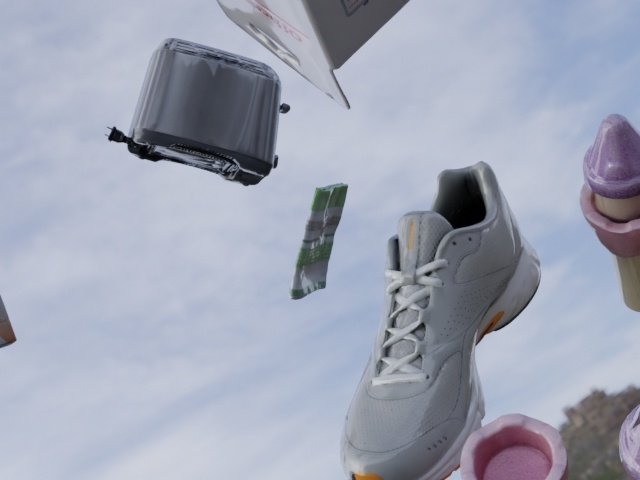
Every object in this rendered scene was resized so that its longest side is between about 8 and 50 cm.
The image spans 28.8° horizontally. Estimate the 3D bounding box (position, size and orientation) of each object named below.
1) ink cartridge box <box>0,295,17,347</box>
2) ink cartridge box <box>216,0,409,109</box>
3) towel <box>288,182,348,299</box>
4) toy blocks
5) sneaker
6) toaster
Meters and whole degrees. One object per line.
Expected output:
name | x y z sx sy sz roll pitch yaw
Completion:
ink cartridge box | -0.406 0.023 1.443 0.045 0.145 0.179 -17 -69 -18
ink cartridge box | -0.039 -0.286 1.058 0.119 0.207 0.353 -44 -29 -9
towel | 0.000 0.000 1.655 0.113 0.023 0.152 -23 -50 -71
toy blocks | 0.263 0.060 0.735 0.288 0.309 0.260 -61 -35 -28
sneaker | 0.068 0.050 0.853 0.262 0.099 0.121 -61 -42 -41
toaster | -0.155 -0.168 1.621 0.227 0.146 0.129 14 -11 -12
